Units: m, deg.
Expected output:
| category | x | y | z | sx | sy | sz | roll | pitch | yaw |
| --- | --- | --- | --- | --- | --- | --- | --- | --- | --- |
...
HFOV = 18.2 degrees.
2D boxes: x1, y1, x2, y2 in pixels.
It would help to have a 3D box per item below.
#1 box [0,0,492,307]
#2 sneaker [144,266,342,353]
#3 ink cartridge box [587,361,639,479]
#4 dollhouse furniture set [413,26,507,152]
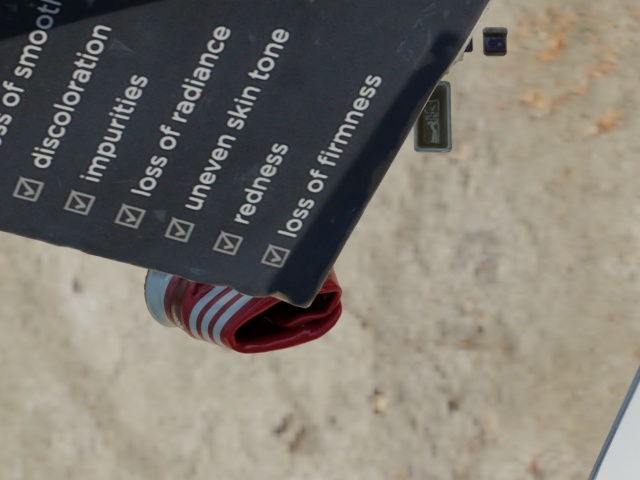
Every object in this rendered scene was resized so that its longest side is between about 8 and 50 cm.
| category | x | y | z | sx | sy | sz | roll | pitch | yaw |
| --- | --- | --- | --- | --- | --- | --- | --- | --- | --- |
| box | -0.139 | -0.270 | 1.032 | 0.480 | 0.471 | 0.297 | -60 | 29 | 32 |
| sneaker | 0.000 | 0.000 | 1.331 | 0.221 | 0.087 | 0.128 | -45 | 45 | -17 |
| ink cartridge box | 0.193 | 0.010 | 0.652 | 0.129 | 0.223 | 0.307 | 24 | 79 | 13 |
| dollhouse furniture set | 0.116 | -0.135 | 1.683 | 0.091 | 0.081 | 0.114 | 0 | 73 | 0 |
